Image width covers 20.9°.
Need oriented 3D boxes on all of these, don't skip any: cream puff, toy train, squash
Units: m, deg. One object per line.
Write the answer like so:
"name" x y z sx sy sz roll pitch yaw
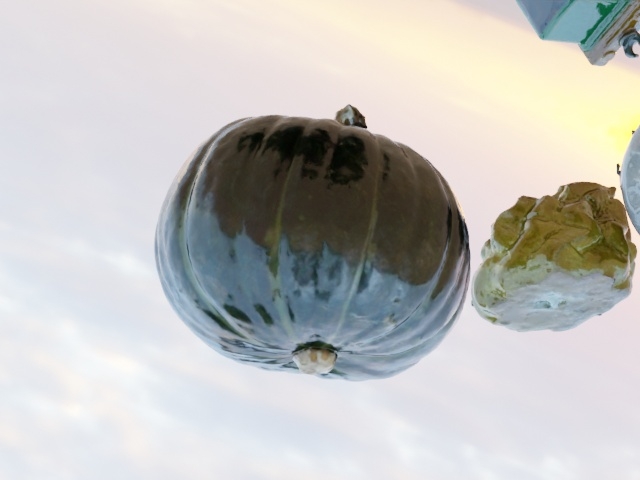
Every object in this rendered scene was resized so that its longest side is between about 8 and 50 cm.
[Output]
"cream puff" 0.196 0.007 1.478 0.146 0.116 0.146 -4 152 -2
"toy train" 0.238 -0.263 1.675 0.136 0.091 0.227 -4 -125 -40
"squash" -0.002 0.005 1.156 0.218 0.218 0.172 18 -131 -24

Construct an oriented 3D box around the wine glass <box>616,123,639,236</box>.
"wine glass" 0.321 -0.041 1.358 0.165 0.165 0.196 22 -170 3
